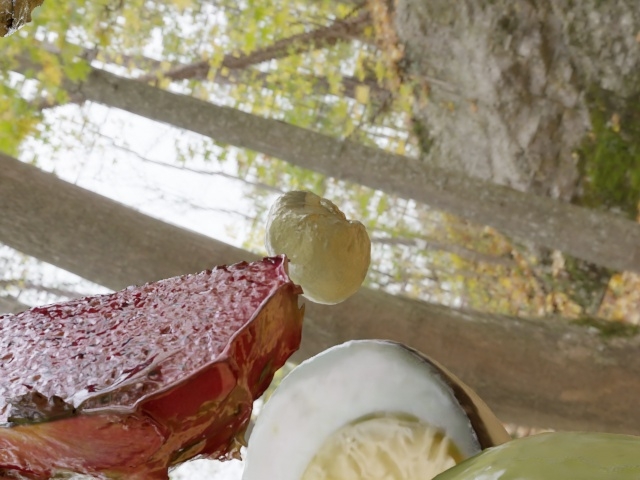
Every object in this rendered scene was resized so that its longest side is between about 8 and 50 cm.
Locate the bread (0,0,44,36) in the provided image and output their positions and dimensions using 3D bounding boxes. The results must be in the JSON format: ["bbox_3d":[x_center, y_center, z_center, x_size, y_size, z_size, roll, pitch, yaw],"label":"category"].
[{"bbox_3d":[-0.384,-0.307,1.026,0.197,0.170,0.197,-161,90,-83],"label":"bread"}]

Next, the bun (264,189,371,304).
[{"bbox_3d":[0.000,0.000,1.291,0.111,0.164,0.188,-48,7,18],"label":"bun"}]

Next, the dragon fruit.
[{"bbox_3d":[-0.133,0.113,0.598,0.161,0.274,0.126,-102,0,-70],"label":"dragon fruit"}]

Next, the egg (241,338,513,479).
[{"bbox_3d":[0.085,0.269,0.934,0.201,0.337,0.337,14,-84,-51],"label":"egg"}]

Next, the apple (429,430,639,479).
[{"bbox_3d":[0.197,0.333,0.510,0.474,0.473,0.474,-56,-23,-37],"label":"apple"}]
